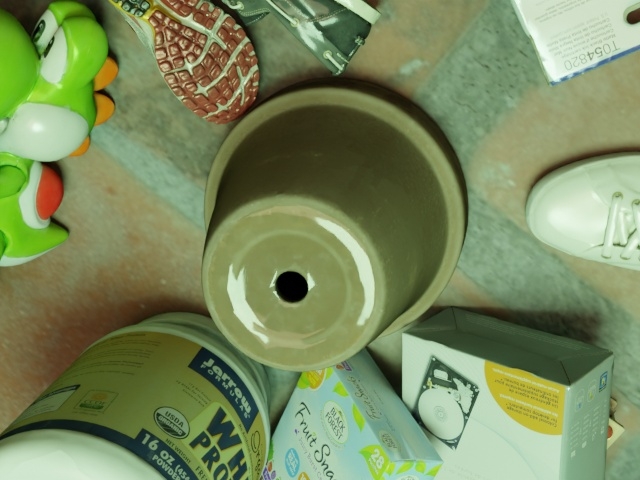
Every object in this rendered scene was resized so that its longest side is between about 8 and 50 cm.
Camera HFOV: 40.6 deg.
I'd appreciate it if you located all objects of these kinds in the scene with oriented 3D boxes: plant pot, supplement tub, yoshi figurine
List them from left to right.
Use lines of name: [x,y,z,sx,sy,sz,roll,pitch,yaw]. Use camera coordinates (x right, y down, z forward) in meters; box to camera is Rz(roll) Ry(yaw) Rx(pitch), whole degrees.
yoshi figurine: [-0.348,-0.085,0.836,0.203,0.203,0.362,36,108,5]
supplement tub: [-0.177,0.216,0.831,0.228,0.316,0.228,3,109,10]
plant pot: [0.000,0.000,0.773,0.263,0.229,0.263,3,108,9]

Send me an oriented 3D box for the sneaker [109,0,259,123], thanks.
sneaker: [-0.135,-0.210,0.814,0.088,0.093,0.225,-35,114,0]

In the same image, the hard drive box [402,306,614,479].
hard drive box: [0.175,0.202,0.839,0.181,0.089,0.232,13,114,41]

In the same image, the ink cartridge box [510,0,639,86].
ink cartridge box: [0.254,-0.275,0.726,0.223,0.045,0.224,-21,105,17]

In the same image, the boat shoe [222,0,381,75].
boat shoe: [-0.062,-0.235,0.783,0.233,0.084,0.079,31,111,-3]

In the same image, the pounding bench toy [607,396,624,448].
pounding bench toy: [0.256,0.192,0.872,0.052,0.065,0.083,34,112,-1]

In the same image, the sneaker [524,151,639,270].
sneaker: [0.329,-0.011,0.761,0.290,0.123,0.106,5,111,11]

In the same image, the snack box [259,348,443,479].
snack box: [0.016,0.237,0.874,0.070,0.174,0.207,10,116,-32]
